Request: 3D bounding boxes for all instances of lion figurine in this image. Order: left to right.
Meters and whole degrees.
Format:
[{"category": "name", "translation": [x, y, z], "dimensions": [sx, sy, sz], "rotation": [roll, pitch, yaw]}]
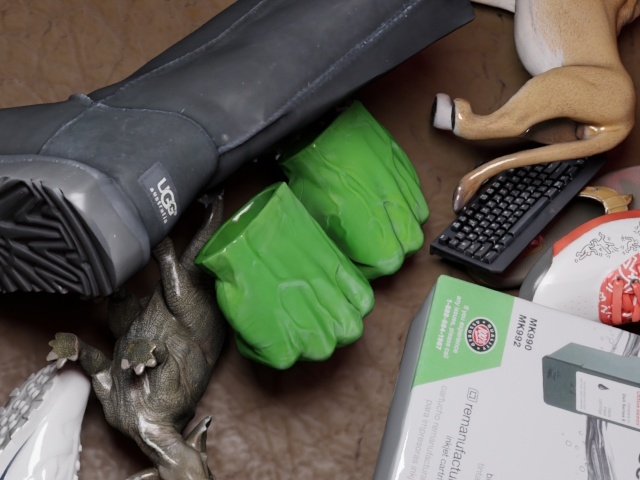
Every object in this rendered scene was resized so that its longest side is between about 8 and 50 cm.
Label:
[{"category": "lion figurine", "translation": [0.228, -0.187, 1.647], "dimensions": [0.240, 0.142, 0.392], "rotation": [6, 63, -6]}]

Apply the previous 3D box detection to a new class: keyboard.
[{"category": "keyboard", "translation": [0.170, -0.042, 1.610], "dimensions": [0.108, 0.023, 0.180], "rotation": [19, 51, 40]}]

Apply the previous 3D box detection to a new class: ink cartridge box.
[{"category": "ink cartridge box", "translation": [0.203, 0.177, 1.488], "dimensions": [0.289, 0.121, 0.211], "rotation": [16, 64, -4]}]

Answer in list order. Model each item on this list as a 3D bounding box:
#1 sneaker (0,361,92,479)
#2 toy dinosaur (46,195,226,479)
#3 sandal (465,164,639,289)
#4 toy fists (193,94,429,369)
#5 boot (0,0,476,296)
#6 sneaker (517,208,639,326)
[{"category": "sneaker", "translation": [-0.235, 0.201, 1.424], "dimensions": [0.095, 0.090, 0.235], "rotation": [35, 60, -18]}, {"category": "toy dinosaur", "translation": [-0.133, 0.088, 1.470], "dimensions": [0.121, 0.160, 0.313], "rotation": [-11, 51, 17]}, {"category": "sandal", "translation": [0.233, -0.017, 1.618], "dimensions": [0.219, 0.060, 0.090], "rotation": [-14, 69, -17]}, {"category": "toy fists", "translation": [0.000, 0.000, 1.512], "dimensions": [0.142, 0.096, 0.279], "rotation": [51, 42, -13]}, {"category": "boot", "translation": [-0.135, -0.131, 1.510], "dimensions": [0.367, 0.146, 0.445], "rotation": [13, 44, 42]}, {"category": "sneaker", "translation": [0.315, 0.036, 1.554], "dimensions": [0.270, 0.090, 0.145], "rotation": [-21, 37, -27]}]
